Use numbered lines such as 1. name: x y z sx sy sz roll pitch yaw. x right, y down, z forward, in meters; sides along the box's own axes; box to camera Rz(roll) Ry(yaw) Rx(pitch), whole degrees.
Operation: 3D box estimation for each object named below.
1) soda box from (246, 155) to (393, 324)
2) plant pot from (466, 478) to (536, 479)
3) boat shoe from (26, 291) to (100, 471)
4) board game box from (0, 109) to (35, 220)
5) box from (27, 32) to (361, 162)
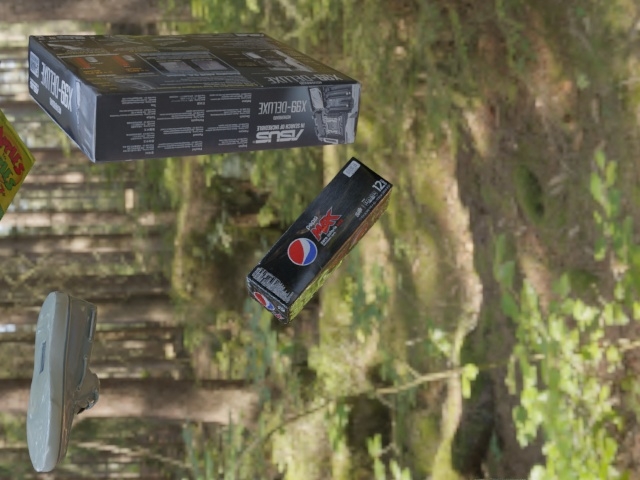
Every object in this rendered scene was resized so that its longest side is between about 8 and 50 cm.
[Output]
1. soda box: 0.000 0.000 0.943 0.169 0.053 0.060 -48 -13 -18
2. plant pot: 0.134 0.321 0.746 0.235 0.293 0.293 25 -126 -40
3. boat shoe: -0.313 0.175 1.189 0.079 0.081 0.227 -31 53 48
4. board game box: -0.440 -0.083 1.231 0.181 0.043 0.092 -81 -30 -50
5. box: -0.145 -0.171 1.074 0.242 0.307 0.076 38 129 50
